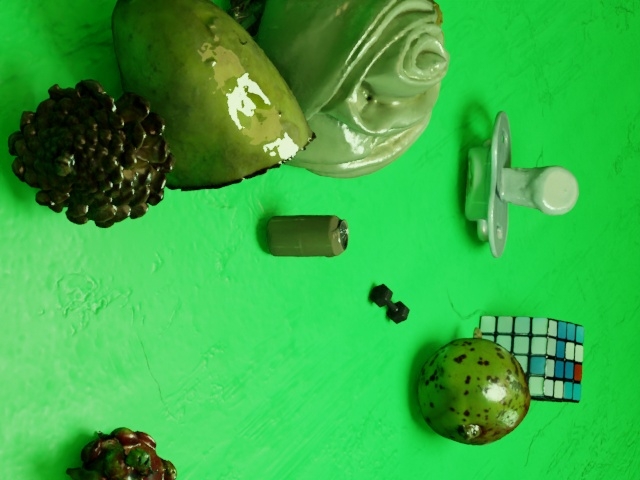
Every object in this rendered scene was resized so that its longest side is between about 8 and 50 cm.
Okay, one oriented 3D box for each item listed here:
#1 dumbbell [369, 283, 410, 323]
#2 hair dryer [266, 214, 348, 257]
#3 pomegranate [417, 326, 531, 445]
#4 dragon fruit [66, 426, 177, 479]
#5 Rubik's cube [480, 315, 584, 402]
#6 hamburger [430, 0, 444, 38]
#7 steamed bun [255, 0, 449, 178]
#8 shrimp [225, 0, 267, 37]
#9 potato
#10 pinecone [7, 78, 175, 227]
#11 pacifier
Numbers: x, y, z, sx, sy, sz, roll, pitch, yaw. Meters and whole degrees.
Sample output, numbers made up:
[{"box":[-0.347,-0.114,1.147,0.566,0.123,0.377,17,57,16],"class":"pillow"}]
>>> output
[{"box":[0.118,0.108,1.969,0.036,0.040,0.083,-47,132,-2],"class":"dumbbell"},{"box":[0.000,0.000,1.784,0.182,0.117,0.064,20,70,-71],"class":"hair dryer"},{"box":[0.268,0.262,2.062,0.246,0.198,0.198,-109,-169,-82],"class":"pomegranate"},{"box":[-0.246,0.303,1.451,0.142,0.175,0.138,-2,79,-22],"class":"dragon fruit"},{"box":[0.404,0.229,2.236,0.151,0.155,0.154,16,76,-49],"class":"Rubik's cube"},{"box":[0.127,-0.351,1.925,0.262,0.131,0.124,-36,121,-50],"class":"hamburger"},{"box":[0.059,-0.230,1.686,0.310,0.219,0.324,5,109,-45],"class":"steamed bun"},{"box":[-0.098,-0.392,1.696,0.164,0.062,0.316,53,45,-31],"class":"shrimp"},{"box":[-0.161,-0.215,1.486,0.229,0.229,0.266,-53,132,-38],"class":"potato"},{"box":[-0.263,-0.103,1.384,0.195,0.179,0.150,47,23,-49],"class":"pinecone"},{"box":[0.381,-0.102,2.184,0.227,0.207,0.278,22,71,-68],"class":"pacifier"}]
